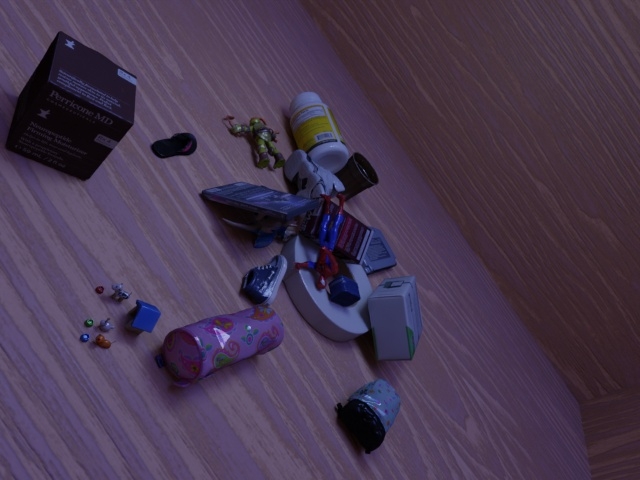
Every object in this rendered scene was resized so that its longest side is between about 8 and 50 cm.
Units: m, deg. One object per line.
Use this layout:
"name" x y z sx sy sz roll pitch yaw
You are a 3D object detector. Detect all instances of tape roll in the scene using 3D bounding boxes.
"tape roll" 0.032 0.136 1.490 0.392 0.072 0.392 36 34 -30

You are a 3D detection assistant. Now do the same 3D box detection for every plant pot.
"plant pot" 0.133 -0.263 1.966 0.167 0.165 0.167 37 34 -31

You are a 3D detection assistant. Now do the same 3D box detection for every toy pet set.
"toy pet set" -0.372 0.141 0.877 0.114 0.065 0.122 32 36 -36

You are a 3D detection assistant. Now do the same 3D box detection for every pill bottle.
"pill bottle" -0.018 -0.445 1.905 0.187 0.187 0.334 17 47 -49

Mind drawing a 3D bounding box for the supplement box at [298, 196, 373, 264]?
"supplement box" 0.055 -0.027 1.489 0.239 0.073 0.130 33 71 -35

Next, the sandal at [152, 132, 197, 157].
"sandal" -0.398 -0.272 1.298 0.067 0.040 0.179 52 29 -5

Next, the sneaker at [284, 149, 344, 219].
"sneaker" 0.003 -0.170 1.672 0.210 0.137 0.366 27 30 -40

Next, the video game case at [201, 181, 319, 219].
"video game case" -0.168 -0.118 1.313 0.274 0.026 0.196 17 20 21

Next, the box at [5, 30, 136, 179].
"box" -0.511 -0.271 0.956 0.168 0.203 0.167 25 41 -42

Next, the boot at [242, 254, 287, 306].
"boot" -0.151 0.088 1.262 0.086 0.069 0.190 45 32 -24

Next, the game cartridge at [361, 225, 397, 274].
"game cartridge" 0.200 0.035 1.873 0.297 0.062 0.198 -6 61 -58

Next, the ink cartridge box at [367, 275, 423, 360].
"ink cartridge box" 0.259 0.253 1.553 0.289 0.121 0.211 -22 104 -70

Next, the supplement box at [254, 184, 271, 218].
"supplement box" -0.167 -0.117 1.468 0.083 0.056 0.083 21 43 -46

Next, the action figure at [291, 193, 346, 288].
"action figure" 0.000 0.000 1.335 0.139 0.091 0.281 9 85 -55

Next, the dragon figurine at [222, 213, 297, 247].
"dragon figurine" -0.165 -0.034 1.353 0.289 0.144 0.085 -17 75 -40

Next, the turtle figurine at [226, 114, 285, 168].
"turtle figurine" -0.199 -0.363 1.647 0.269 0.087 0.218 3 58 -56

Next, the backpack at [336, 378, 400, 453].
"backpack" 0.144 0.467 1.266 0.152 0.115 0.182 56 26 6

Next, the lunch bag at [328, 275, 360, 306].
"lunch bag" 0.074 0.151 1.393 0.098 0.067 0.065 30 38 -40

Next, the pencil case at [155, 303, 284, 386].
"pencil case" -0.204 0.220 1.001 0.284 0.124 0.124 -8 66 -59
